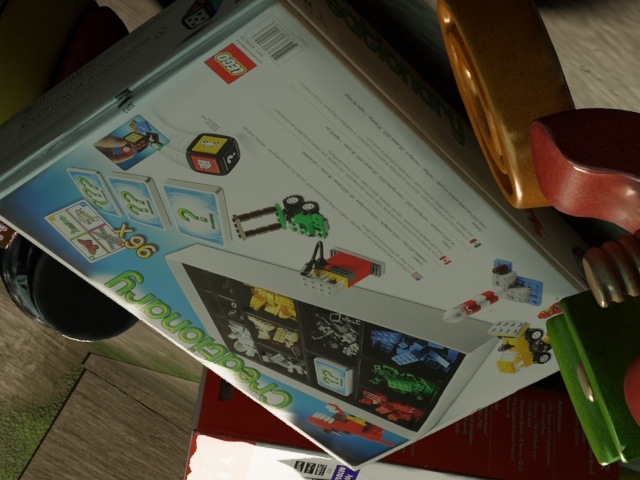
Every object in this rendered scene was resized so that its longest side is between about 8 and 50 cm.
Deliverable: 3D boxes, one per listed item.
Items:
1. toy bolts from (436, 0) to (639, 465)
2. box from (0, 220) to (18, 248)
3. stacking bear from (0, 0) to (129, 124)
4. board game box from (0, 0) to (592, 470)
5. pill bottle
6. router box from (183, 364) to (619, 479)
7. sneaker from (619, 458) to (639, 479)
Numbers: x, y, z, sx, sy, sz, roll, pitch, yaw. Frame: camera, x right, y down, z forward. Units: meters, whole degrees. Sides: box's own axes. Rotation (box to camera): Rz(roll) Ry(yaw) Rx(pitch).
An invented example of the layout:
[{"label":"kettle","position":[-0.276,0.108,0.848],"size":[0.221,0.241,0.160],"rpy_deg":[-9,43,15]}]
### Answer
[{"label":"toy bolts","position":[0.151,-0.030,0.520],"size":[0.228,0.158,0.218],"rpy_deg":[61,-171,-84]},{"label":"box","position":[-0.296,-0.131,1.011],"size":[0.293,0.057,0.201],"rpy_deg":[33,142,-10]},{"label":"stacking bear","position":[-0.168,-0.084,0.839],"size":[0.289,0.164,0.175],"rpy_deg":[16,124,2]},{"label":"board game box","position":[0.000,0.000,0.778],"size":[0.193,0.053,0.305],"rpy_deg":[-30,131,25]},{"label":"pill bottle","position":[-0.202,0.001,1.204],"size":[0.123,0.123,0.219],"rpy_deg":[37,-178,-26]},{"label":"router box","position":[0.039,0.210,1.176],"size":[0.301,0.082,0.335],"rpy_deg":[10,146,-3]},{"label":"sneaker","position":[0.323,0.273,1.125],"size":[0.384,0.147,0.145],"rpy_deg":[24,168,37]}]
